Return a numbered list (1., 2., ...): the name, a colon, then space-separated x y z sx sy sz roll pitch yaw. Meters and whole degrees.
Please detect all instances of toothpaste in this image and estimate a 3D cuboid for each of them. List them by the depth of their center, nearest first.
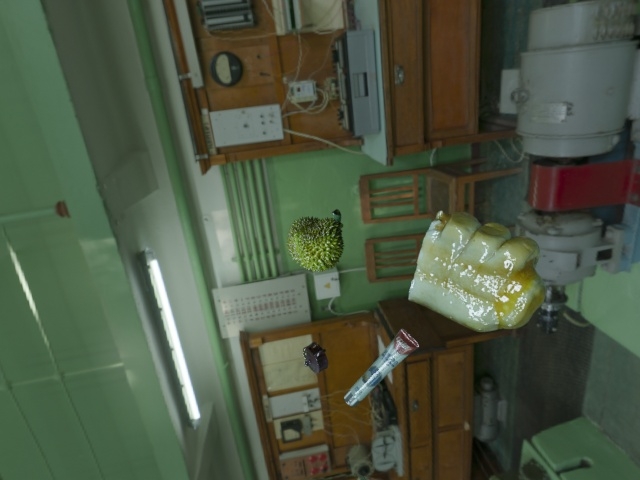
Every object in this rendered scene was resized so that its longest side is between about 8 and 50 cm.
1. toothpaste: 0.152 0.329 1.097 0.062 0.239 0.039 45 -172 25

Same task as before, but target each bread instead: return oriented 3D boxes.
1. bread: 0.445 0.087 1.190 0.341 0.210 0.300 21 116 33

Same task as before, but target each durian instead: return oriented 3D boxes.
1. durian: -0.013 0.006 1.181 0.198 0.159 0.146 -81 -13 -69

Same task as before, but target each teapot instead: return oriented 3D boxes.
1. teapot: -0.015 0.268 0.978 0.068 0.045 0.100 55 149 16

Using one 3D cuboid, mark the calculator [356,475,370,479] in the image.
1. calculator: 0.211 0.918 1.551 0.184 0.042 0.295 31 163 18
